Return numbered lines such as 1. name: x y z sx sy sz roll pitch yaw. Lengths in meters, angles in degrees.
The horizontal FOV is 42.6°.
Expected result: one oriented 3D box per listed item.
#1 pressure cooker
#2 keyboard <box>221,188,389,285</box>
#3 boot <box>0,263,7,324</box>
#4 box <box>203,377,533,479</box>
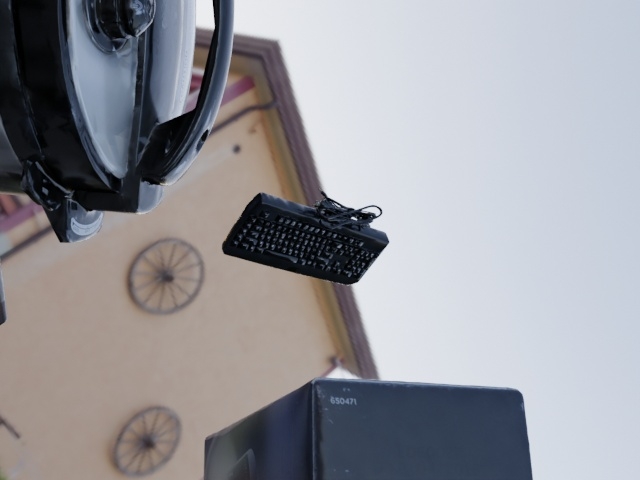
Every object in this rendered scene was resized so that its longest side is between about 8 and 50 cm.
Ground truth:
1. pressure cooker: -0.289 -0.216 0.777 0.421 0.375 0.369 5 -37 8
2. keyboard: 0.000 0.000 0.829 0.100 0.192 0.038 -58 -134 18
3. boot: -0.286 0.037 0.589 0.042 0.119 0.087 42 -27 63
4. box: 0.020 0.285 0.648 0.294 0.183 0.296 136 -43 -60
